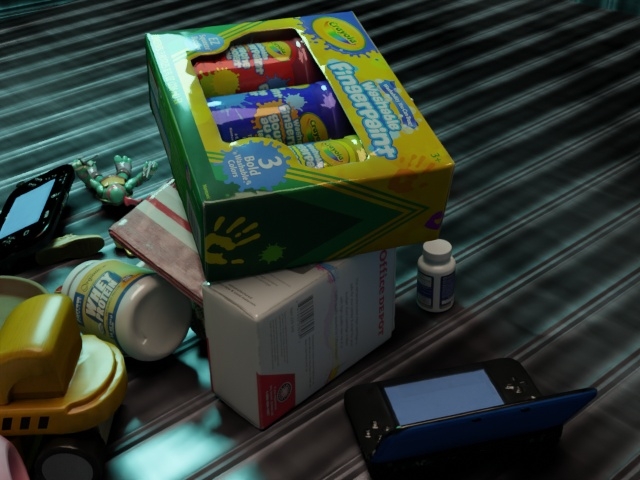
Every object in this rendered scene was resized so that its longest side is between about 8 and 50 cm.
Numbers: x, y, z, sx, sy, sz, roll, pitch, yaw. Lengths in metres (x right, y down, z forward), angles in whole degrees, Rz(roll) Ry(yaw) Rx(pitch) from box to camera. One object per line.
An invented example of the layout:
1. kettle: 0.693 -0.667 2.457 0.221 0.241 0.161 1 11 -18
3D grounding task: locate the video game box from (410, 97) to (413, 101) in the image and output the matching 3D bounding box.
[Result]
1. video game box: 0.132 -0.246 1.950 0.048 0.205 0.187 -18 36 -25

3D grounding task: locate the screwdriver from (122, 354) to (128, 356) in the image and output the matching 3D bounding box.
1. screwdriver: -0.332 0.196 1.467 0.170 0.024 0.025 2 62 -5

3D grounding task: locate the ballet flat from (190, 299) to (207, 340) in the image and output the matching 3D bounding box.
1. ballet flat: -0.153 -0.059 1.566 0.164 0.182 0.482 14 51 -9

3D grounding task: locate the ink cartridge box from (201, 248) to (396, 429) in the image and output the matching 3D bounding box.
1. ink cartridge box: -0.027 0.114 1.376 0.131 0.226 0.306 26 41 35

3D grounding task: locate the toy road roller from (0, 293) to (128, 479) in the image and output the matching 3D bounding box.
1. toy road roller: -0.441 0.206 1.246 0.330 0.240 0.202 -2 32 1

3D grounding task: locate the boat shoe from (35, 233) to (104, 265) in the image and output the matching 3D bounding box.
1. boat shoe: -0.499 0.009 1.742 0.135 0.050 0.045 -13 39 -15

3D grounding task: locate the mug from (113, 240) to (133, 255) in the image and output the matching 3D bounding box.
1. mug: -0.384 -0.011 1.758 0.064 0.062 0.078 -22 30 -15

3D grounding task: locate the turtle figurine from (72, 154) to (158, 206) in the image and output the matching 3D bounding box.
1. turtle figurine: -0.451 -0.133 1.901 0.175 0.118 0.234 6 11 -22

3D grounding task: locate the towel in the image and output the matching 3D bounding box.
1. towel: -0.147 -0.049 1.436 0.237 0.037 0.329 35 60 23

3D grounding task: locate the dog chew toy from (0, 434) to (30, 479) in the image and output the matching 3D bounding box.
1. dog chew toy: -0.526 0.357 1.066 0.332 0.206 0.206 -19 35 -11

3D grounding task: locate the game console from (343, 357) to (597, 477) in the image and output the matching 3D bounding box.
1. game console: 0.197 0.218 1.242 0.293 0.173 0.250 -9 33 -10

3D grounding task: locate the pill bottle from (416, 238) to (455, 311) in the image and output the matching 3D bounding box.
1. pill bottle: 0.203 0.060 1.538 0.067 0.120 0.067 -2 33 1

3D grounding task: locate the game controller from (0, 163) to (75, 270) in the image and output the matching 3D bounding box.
1. game controller: -0.596 -0.055 1.802 0.166 0.067 0.319 -31 30 15

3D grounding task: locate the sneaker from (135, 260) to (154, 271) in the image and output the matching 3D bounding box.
1. sneaker: -0.277 0.039 1.662 0.095 0.090 0.235 9 28 42

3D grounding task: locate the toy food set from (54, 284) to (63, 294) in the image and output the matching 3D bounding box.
1. toy food set: -0.444 0.100 1.625 0.122 0.019 0.078 -1 31 17

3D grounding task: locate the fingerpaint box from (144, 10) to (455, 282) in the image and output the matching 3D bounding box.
1. fingerpaint box: -0.053 -0.173 1.388 0.371 0.163 0.444 -10 46 -15

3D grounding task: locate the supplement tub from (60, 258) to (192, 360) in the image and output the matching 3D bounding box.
1. supplement tub: -0.327 0.111 1.465 0.200 0.144 0.144 13 34 41

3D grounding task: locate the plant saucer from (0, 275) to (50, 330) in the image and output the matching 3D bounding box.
1. plant saucer: -0.604 0.154 1.531 0.278 0.041 0.278 -2 32 1
